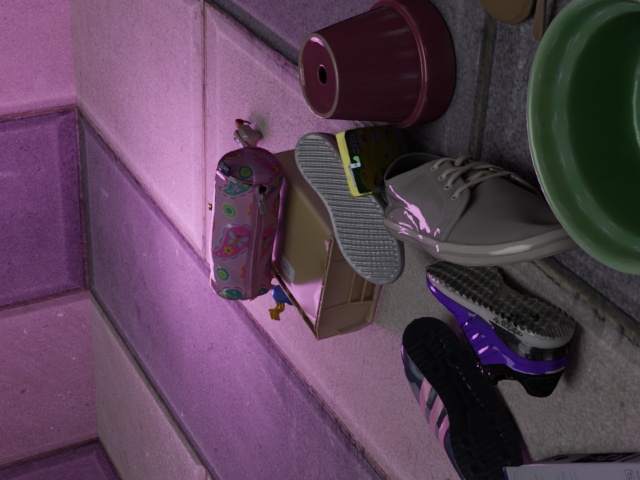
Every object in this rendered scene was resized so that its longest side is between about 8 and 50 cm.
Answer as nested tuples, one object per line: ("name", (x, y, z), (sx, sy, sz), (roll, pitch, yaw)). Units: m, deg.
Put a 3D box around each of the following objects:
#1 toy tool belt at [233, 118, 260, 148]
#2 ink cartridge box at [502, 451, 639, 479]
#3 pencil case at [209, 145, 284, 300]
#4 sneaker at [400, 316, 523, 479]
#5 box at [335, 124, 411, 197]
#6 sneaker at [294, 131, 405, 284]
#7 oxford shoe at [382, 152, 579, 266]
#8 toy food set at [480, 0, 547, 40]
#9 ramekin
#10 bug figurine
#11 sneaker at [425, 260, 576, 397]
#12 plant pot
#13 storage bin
("toy tool belt", (-0.159, -0.212, 2.385), (0.083, 0.052, 0.051), (49, 134, 46))
("ink cartridge box", (0.378, 0.371, 1.550), (0.333, 0.065, 0.165), (-22, 82, 63))
("pencil case", (-0.134, -0.027, 2.059), (0.124, 0.124, 0.284), (51, 142, 43))
("sneaker", (0.222, 0.277, 1.806), (0.131, 0.112, 0.319), (90, 160, -63))
("box", (0.084, -0.124, 1.786), (0.043, 0.179, 0.105), (-14, 89, 31))
("sneaker", (0.081, -0.057, 1.889), (0.102, 0.161, 0.282), (-34, 73, 24))
("oxford shoe", (0.207, -0.051, 1.590), (0.449, 0.169, 0.130), (-158, 60, -66))
("toy food set", (0.247, -0.350, 1.514), (0.192, 0.038, 0.132), (44, 146, 41))
("ramekin", (0.370, -0.125, 1.228), (0.303, 0.148, 0.303), (39, 136, 53))
("bug figurine", (-0.125, 0.019, 2.302), (0.279, 0.072, 0.216), (69, -162, 12))
("sneaker", (0.243, 0.132, 1.665), (0.293, 0.102, 0.146), (39, 136, 52))
("plant pot", (0.074, -0.260, 1.735), (0.201, 0.180, 0.201), (39, 135, 53))
("storage bin", (0.000, 0.000, 2.080), (0.262, 0.123, 0.260), (54, 147, 39))
